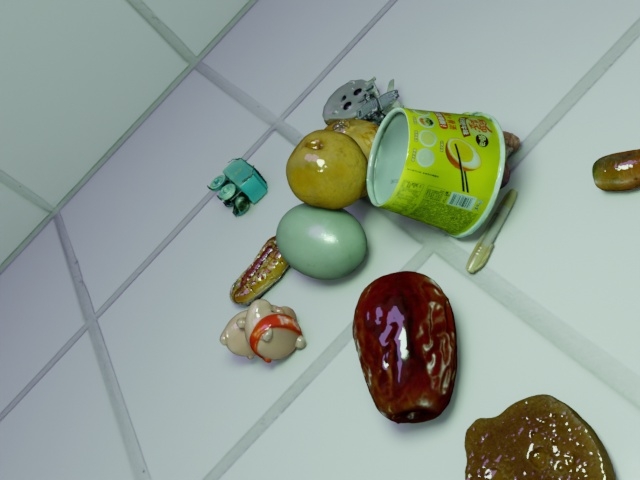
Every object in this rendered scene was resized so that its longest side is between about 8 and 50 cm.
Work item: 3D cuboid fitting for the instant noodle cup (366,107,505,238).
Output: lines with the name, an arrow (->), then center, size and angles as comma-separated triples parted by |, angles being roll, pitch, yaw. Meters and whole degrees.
instant noodle cup -> 0.253, -0.175, 1.535 | 0.311, 0.221, 0.311 | -169, 90, -72

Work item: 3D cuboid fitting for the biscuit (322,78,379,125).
biscuit -> 0.098, -0.459, 2.171 | 0.208, 0.049, 0.181 | 8, 65, 47

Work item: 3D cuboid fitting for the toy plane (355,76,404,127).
toy plane -> 0.140, -0.390, 2.042 | 0.262, 0.088, 0.192 | -27, 70, 29

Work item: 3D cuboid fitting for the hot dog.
hot dog -> -0.168, 0.091, 1.923 | 0.253, 0.069, 0.131 | -49, 39, -1

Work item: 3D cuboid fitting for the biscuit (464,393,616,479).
biscuit -> 0.378, 0.413, 1.155 | 0.257, 0.049, 0.273 | -31, 39, 23

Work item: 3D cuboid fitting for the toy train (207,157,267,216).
toy train -> -0.276, -0.185, 2.233 | 0.163, 0.112, 0.203 | -43, 39, -5

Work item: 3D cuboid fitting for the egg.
egg -> 0.000, 0.000, 1.737 | 0.282, 0.203, 0.203 | 13, 67, 45

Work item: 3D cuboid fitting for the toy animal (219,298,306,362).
toy animal -> -0.146, 0.236, 1.710 | 0.197, 0.171, 0.171 | -9, 52, 41

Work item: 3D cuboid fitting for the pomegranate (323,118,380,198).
pomegranate -> 0.087, -0.232, 1.837 | 0.248, 0.248, 0.248 | -25, 43, 26

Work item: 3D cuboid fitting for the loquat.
loquat -> 0.017, -0.175, 1.646 | 0.208, 0.208, 0.208 | -25, 43, 26

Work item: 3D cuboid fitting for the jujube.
jujube -> 0.179, 0.220, 1.397 | 0.223, 0.223, 0.318 | -23, 52, 27

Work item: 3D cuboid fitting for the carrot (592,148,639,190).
carrot -> 0.664, -0.151, 1.352 | 0.193, 0.087, 0.087 | -10, 51, 34

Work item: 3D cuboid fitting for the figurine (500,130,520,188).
figurine -> 0.420, -0.211, 1.606 | 0.114, 0.126, 0.157 | 22, 69, 5

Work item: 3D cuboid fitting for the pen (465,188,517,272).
pen -> 0.401, -0.022, 1.525 | 0.040, 0.032, 0.233 | 26, 75, 27
